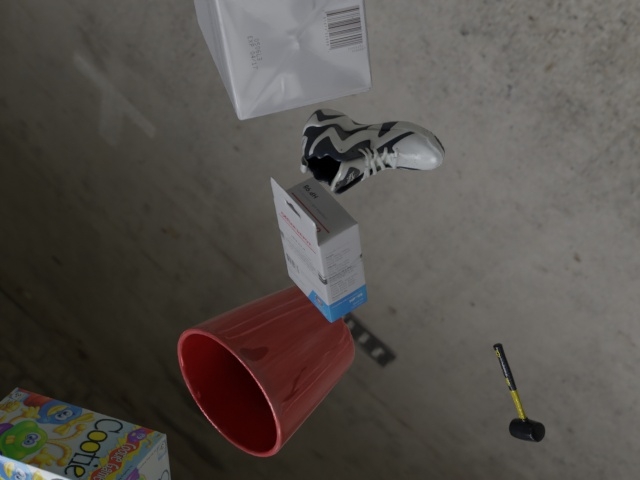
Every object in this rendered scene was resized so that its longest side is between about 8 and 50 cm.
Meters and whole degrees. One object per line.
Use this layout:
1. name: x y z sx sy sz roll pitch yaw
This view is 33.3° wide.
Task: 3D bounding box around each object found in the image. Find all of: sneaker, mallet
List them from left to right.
1. sneaker: 0.075 -0.124 1.726 0.235 0.153 0.094 17 140 3
2. mallet: 0.336 0.268 1.887 0.062 0.039 0.189 -14 102 60

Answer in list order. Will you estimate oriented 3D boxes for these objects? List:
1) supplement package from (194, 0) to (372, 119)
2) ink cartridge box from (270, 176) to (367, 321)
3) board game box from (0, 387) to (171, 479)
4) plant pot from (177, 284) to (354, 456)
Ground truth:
1. supplement package: -0.063 -0.312 1.357 0.293 0.175 0.177 -115 13 -51
2. ink cartridge box: 0.000 0.000 1.295 0.104 0.060 0.180 47 158 38
3. board game box: -0.379 0.347 1.607 0.275 0.144 0.142 13 123 21
4. plant pot: -0.086 0.223 1.986 0.275 0.243 0.275 31 138 33
